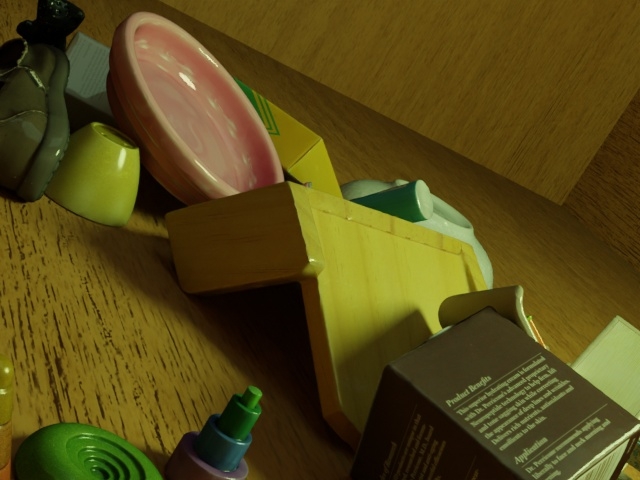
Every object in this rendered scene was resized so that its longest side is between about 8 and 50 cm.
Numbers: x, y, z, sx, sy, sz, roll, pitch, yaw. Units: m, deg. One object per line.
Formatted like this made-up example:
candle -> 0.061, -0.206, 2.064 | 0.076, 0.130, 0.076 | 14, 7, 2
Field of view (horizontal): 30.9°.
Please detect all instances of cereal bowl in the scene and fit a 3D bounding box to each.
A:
cereal bowl -> 0.163, -0.004, 2.004 | 0.339, 0.141, 0.339 | 30, 14, -9

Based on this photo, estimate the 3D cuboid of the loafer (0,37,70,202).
loafer -> -0.396, -0.181, 1.457 | 0.130, 0.134, 0.366 | 24, 16, -26

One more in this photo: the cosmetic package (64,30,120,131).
cosmetic package -> -0.296, -0.204, 1.752 | 0.231, 0.085, 0.117 | 29, 57, -16

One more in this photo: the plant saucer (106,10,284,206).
plant saucer -> -0.183, -0.162, 1.616 | 0.332, 0.084, 0.332 | 47, 21, -24

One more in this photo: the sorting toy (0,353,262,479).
sorting toy -> -0.165, 0.142, 0.864 | 0.127, 0.126, 0.365 | 41, 18, 34

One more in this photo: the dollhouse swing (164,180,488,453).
dollhouse swing -> 0.019, 0.125, 1.435 | 0.315, 0.305, 0.347 | -12, -20, 42

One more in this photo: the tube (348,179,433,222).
tube -> 0.044, -0.031, 1.517 | 0.080, 0.207, 0.052 | 37, 47, -51

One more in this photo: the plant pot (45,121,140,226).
plant pot -> -0.284, -0.094, 1.475 | 0.134, 0.095, 0.134 | 29, 14, -8

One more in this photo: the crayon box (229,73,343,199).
crayon box -> -0.079, -0.136, 1.870 | 0.323, 0.083, 0.203 | 38, -16, 28

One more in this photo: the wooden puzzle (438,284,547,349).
wooden puzzle -> 0.224, 0.166, 1.283 | 0.238, 0.044, 0.221 | 67, -16, 0

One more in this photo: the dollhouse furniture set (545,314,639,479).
dollhouse furniture set -> 0.315, 0.234, 1.409 | 0.212, 0.242, 0.161 | 38, 48, 19

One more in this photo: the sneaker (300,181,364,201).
sneaker -> 0.070, 0.002, 1.728 | 0.319, 0.131, 0.112 | 14, 46, -29

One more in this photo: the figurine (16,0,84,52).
figurine -> -0.473, -0.350, 1.752 | 0.215, 0.092, 0.209 | 26, -21, -18

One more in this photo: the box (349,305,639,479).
box -> 0.169, 0.207, 1.137 | 0.168, 0.167, 0.203 | -24, 50, -39
